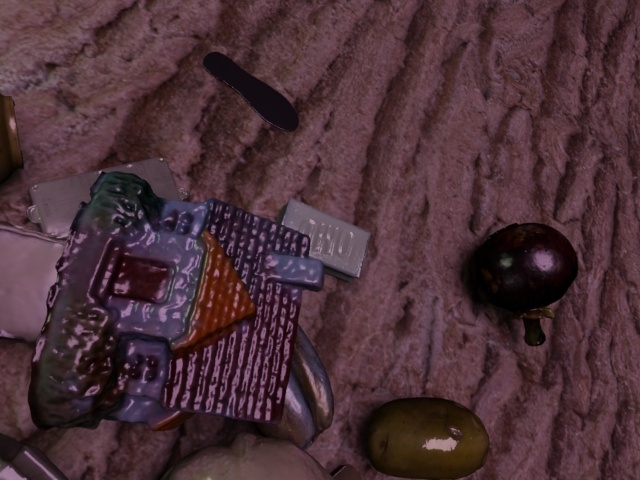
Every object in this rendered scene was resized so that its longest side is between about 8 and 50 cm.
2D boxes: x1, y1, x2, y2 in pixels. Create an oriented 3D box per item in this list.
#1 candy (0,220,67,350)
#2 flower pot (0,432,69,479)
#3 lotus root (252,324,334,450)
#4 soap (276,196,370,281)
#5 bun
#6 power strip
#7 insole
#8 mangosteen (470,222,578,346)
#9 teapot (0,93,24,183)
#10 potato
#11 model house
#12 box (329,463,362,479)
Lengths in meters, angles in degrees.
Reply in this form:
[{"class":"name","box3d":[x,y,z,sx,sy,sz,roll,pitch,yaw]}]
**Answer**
[{"class":"candy","box3d":[-0.459,0.068,0.741,0.185,0.137,0.195,14,84,-18]},{"class":"flower pot","box3d":[-0.428,0.389,0.631,0.209,0.239,0.189,33,60,21]},{"class":"lotus root","box3d":[-0.089,0.218,0.882,0.158,0.140,0.322,-10,69,-48]},{"class":"soap","box3d":[0.000,0.000,1.031,0.199,0.063,0.114,22,68,-16]},{"class":"bun","box3d":[-0.131,0.448,0.732,0.366,0.219,0.364,-10,117,-21]},{"class":"power strip","box3d":[-0.383,-0.074,0.891,0.271,0.046,0.117,-19,80,-27]},{"class":"insole","box3d":[-0.152,-0.338,1.103,0.253,0.005,0.086,37,62,-10]},{"class":"mangosteen","box3d":[0.481,0.101,1.126,0.232,0.231,0.288,-20,88,-28]},{"class":"teapot","box3d":[-0.581,-0.173,0.765,0.183,0.173,0.269,-10,46,-31]},{"class":"potato","box3d":[0.206,0.378,0.935,0.229,0.197,0.148,0,65,11]},{"class":"model house","box3d":[-0.173,0.120,0.736,0.340,0.297,0.359,9,67,-2]},{"class":"box","box3d":[0.027,0.487,0.907,0.126,0.031,0.091,-31,88,-28]}]
